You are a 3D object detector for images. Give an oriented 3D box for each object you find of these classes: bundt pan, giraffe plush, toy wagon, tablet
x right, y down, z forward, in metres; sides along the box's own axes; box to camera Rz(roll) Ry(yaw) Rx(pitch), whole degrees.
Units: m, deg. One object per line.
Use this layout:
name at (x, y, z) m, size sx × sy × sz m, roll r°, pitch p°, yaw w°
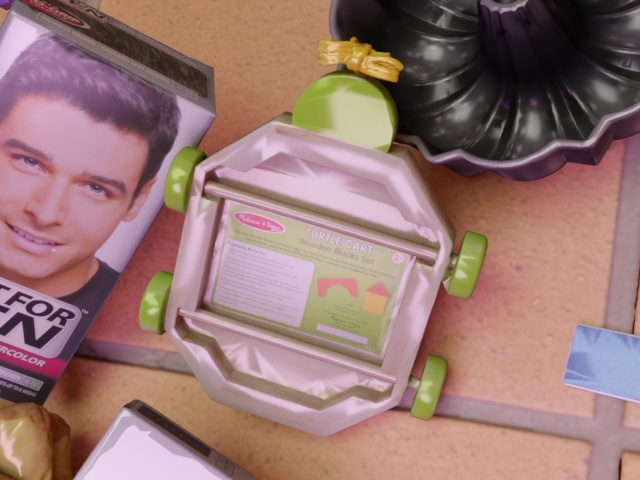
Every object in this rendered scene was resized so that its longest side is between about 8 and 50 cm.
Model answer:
bundt pan at (0.181, -0.196, 0.830) m, size 0.331 × 0.124 × 0.330 m, roll -9°, pitch 69°, yaw 24°
giraffe plush at (-0.238, 0.274, 0.868) m, size 0.171 × 0.181 × 0.210 m, roll 15°, pitch 69°, yaw 7°
toy wagon at (0.000, 0.000, 0.786) m, size 0.267 × 0.068 × 0.344 m, roll 17°, pitch 111°, yaw 6°
tablet at (0.244, 0.102, 0.768) m, size 0.083 × 0.006 × 0.054 m, roll 11°, pitch 79°, yaw 29°

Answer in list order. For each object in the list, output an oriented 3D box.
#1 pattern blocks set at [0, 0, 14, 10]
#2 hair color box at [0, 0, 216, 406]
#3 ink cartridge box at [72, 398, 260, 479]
pattern blocks set at (-0.487, -0.205, 1.211) m, size 0.285 × 0.026 × 0.324 m, roll 35°, pitch 90°, yaw 31°
hair color box at (-0.267, -0.031, 0.877) m, size 0.374 × 0.185 × 0.113 m, roll -55°, pitch 23°, yaw 23°
ink cartridge box at (-0.110, 0.304, 0.769) m, size 0.275 × 0.060 × 0.238 m, roll 34°, pitch 89°, yaw 0°
